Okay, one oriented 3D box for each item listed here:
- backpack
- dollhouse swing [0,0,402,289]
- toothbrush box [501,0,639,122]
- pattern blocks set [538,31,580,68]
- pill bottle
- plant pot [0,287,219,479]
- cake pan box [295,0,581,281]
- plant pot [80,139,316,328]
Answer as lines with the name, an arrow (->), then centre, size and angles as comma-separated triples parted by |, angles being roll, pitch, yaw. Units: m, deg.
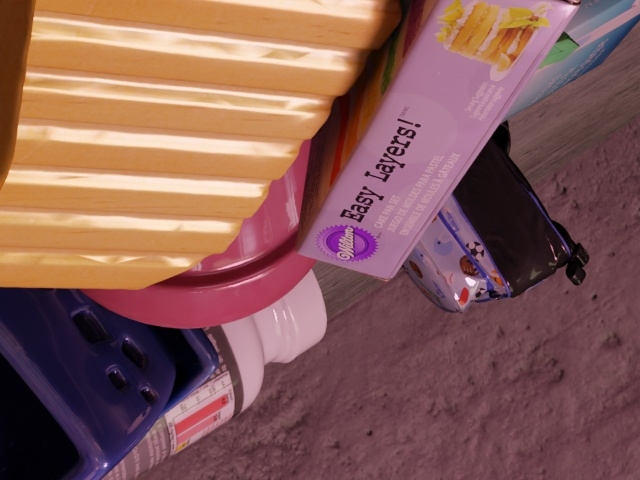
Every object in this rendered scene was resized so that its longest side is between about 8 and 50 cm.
backpack -> 0.191, -0.026, 1.928 | 0.213, 0.276, 0.263 | -29, 178, -1
dollhouse swing -> -0.140, 0.019, 0.634 | 0.305, 0.315, 0.347 | 16, 139, -23
toothbrush box -> 0.141, -0.181, 1.303 | 0.295, 0.126, 0.216 | -30, 170, -18
pattern blocks set -> 0.175, -0.237, 1.043 | 0.285, 0.026, 0.325 | -28, 147, -27
pill bottle -> -0.186, 0.113, 1.418 | 0.363, 0.210, 0.210 | -30, 170, -24
plant pot -> -0.233, 0.088, 1.090 | 0.236, 0.236, 0.212 | -40, 176, 33
cake pan box -> 0.065, -0.151, 0.805 | 0.246, 0.070, 0.267 | 124, -21, -53
plant pot -> -0.084, -0.073, 0.916 | 0.201, 0.201, 0.180 | -31, 155, -19
